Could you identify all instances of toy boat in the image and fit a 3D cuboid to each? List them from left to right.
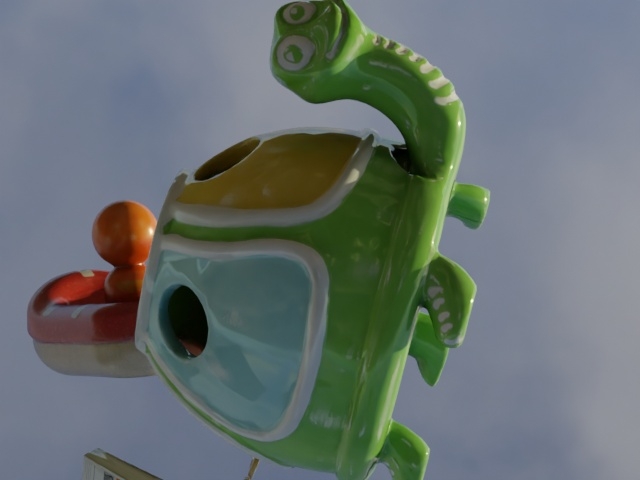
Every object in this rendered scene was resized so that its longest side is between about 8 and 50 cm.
[{"bbox_3d":[-0.168,0.040,1.500,0.151,0.151,0.231,-6,-179,-34],"label":"toy boat"}]

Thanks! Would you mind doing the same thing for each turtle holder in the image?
[{"bbox_3d":[-0.005,0.017,1.213,0.227,0.320,0.243,14,-131,3],"label":"turtle holder"}]

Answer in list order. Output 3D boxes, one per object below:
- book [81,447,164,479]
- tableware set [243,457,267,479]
[{"bbox_3d":[-0.182,0.281,1.704,0.144,0.096,0.035,23,-154,27],"label":"book"},{"bbox_3d":[-0.054,0.212,1.577,0.024,0.104,0.154,23,-95,-1],"label":"tableware set"}]
